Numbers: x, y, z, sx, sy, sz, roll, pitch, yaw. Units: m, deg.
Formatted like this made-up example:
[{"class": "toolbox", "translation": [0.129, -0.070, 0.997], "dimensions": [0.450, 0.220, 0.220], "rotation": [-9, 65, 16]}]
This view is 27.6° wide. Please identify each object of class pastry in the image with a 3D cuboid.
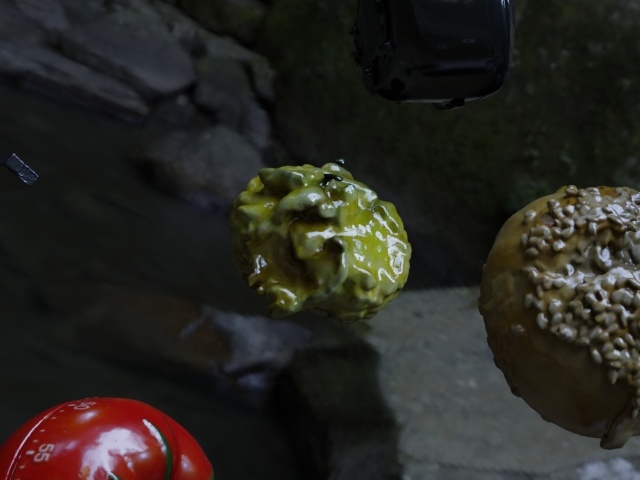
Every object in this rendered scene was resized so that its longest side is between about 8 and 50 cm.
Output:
[{"class": "pastry", "translation": [0.333, 0.073, 1.511], "dimensions": [0.285, 0.184, 0.315], "rotation": [-13, 68, -11]}]

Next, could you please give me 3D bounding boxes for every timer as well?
[{"class": "timer", "translation": [-0.310, 0.407, 1.804], "dimensions": [0.279, 0.377, 0.378], "rotation": [-7, -4, 29]}]

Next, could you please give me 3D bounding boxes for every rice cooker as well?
[{"class": "rice cooker", "translation": [0.093, -0.178, 1.062], "dimensions": [0.118, 0.142, 0.203], "rotation": [-6, -3, -8]}]

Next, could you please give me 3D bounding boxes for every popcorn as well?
[{"class": "popcorn", "translation": [-0.003, 0.000, 1.468], "dimensions": [0.218, 0.169, 0.189], "rotation": [31, 14, 22]}]

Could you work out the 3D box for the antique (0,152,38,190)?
[{"class": "antique", "translation": [-0.286, -0.057, 1.144], "dimensions": [0.031, 0.015, 0.192], "rotation": [44, -18, -20]}]
